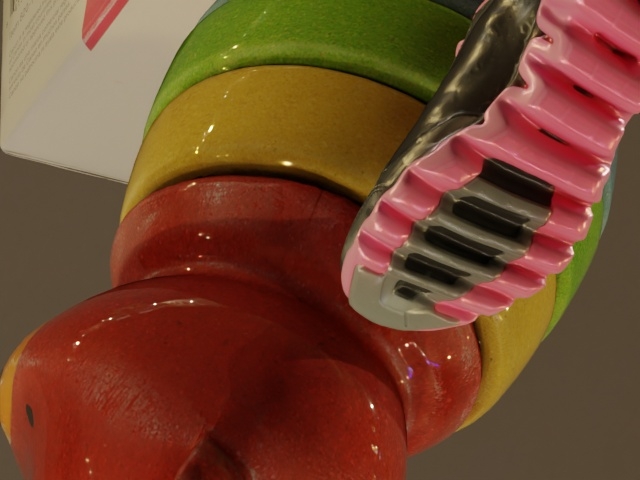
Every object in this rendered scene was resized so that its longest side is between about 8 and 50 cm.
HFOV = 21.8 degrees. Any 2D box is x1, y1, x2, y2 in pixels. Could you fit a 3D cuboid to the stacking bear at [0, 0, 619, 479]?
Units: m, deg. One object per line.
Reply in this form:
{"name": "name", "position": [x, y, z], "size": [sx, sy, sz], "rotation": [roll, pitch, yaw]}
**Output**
{"name": "stacking bear", "position": [0.000, 0.000, 0.524], "size": [0.164, 0.175, 0.289], "rotation": [25, -130, 3]}

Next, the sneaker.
{"name": "sneaker", "position": [0.044, -0.033, 0.381], "size": [0.047, 0.119, 0.057], "rotation": [32, -166, -26]}

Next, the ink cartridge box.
{"name": "ink cartridge box", "position": [-0.071, -0.198, 0.839], "size": [0.117, 0.207, 0.283], "rotation": [14, -127, -29]}
